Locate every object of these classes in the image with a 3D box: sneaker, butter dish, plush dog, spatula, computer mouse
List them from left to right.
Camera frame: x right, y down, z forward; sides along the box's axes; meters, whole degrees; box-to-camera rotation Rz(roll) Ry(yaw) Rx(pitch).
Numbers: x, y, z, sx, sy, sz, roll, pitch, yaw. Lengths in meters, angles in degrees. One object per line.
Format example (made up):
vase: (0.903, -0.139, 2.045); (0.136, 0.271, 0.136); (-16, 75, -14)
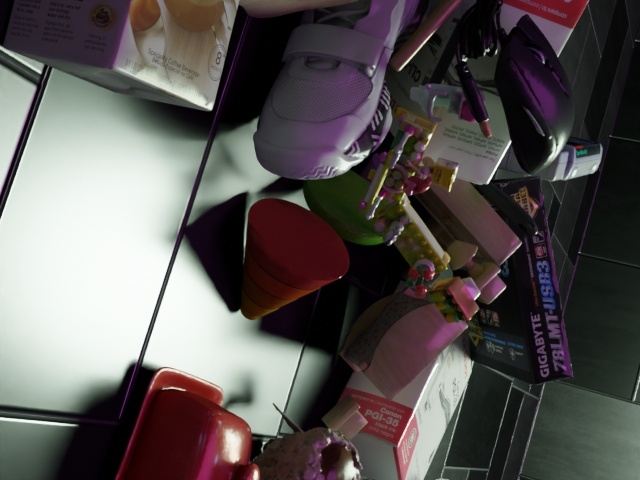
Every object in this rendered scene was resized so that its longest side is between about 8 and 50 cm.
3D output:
butter dish: (-0.115, 0.221, 0.977); (0.160, 0.118, 0.160); (-70, 156, -11)
plush dog: (-0.066, 0.335, 1.125); (0.225, 0.210, 0.262); (-40, 129, -26)
sneaker: (0.018, -0.235, 1.012); (0.366, 0.137, 0.210); (-61, 152, -42)
spatula: (0.201, -0.105, 1.344); (0.030, 0.296, 0.084); (-28, 144, -7)
computer mouse: (0.208, -0.150, 1.013); (0.184, 0.060, 0.262); (-61, 140, -39)

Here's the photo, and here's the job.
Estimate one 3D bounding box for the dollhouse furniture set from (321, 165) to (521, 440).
dollhouse furniture set: (0.073, 0.059, 1.361); (0.355, 0.174, 0.303); (-43, -170, -7)

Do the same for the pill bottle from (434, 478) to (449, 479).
pill bottle: (0.152, 0.427, 1.461); (0.152, 0.086, 0.086); (-35, 136, -33)

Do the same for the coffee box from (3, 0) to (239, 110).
coffee box: (-0.123, -0.235, 0.731); (0.141, 0.098, 0.246); (12, 92, -67)

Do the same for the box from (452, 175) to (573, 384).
box: (0.276, 0.053, 1.531); (0.295, 0.073, 0.293); (-169, -113, -79)

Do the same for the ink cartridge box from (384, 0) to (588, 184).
ink cartridge box: (0.178, -0.233, 1.179); (0.273, 0.114, 0.197); (-65, -153, 25)

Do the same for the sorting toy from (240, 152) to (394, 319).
sorting toy: (0.000, 0.000, 1.179); (0.126, 0.127, 0.365); (-55, 171, 30)

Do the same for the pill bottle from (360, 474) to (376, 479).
pill bottle: (0.062, 0.385, 1.384); (0.108, 0.180, 0.108); (-44, 141, -52)

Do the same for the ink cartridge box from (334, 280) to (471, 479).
ink cartridge box: (0.130, 0.234, 1.532); (0.283, 0.117, 0.207); (-59, 152, -34)

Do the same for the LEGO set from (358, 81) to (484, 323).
LEGO set: (0.103, -0.023, 1.067); (0.107, 0.132, 0.287); (-57, 149, -60)

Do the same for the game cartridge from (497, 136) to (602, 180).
game cartridge: (0.319, -0.153, 1.605); (0.355, 0.230, 0.068); (-15, 114, -64)

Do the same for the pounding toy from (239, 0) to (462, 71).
pounding toy: (0.041, -0.238, 0.860); (0.154, 0.269, 0.155); (83, -3, -82)
